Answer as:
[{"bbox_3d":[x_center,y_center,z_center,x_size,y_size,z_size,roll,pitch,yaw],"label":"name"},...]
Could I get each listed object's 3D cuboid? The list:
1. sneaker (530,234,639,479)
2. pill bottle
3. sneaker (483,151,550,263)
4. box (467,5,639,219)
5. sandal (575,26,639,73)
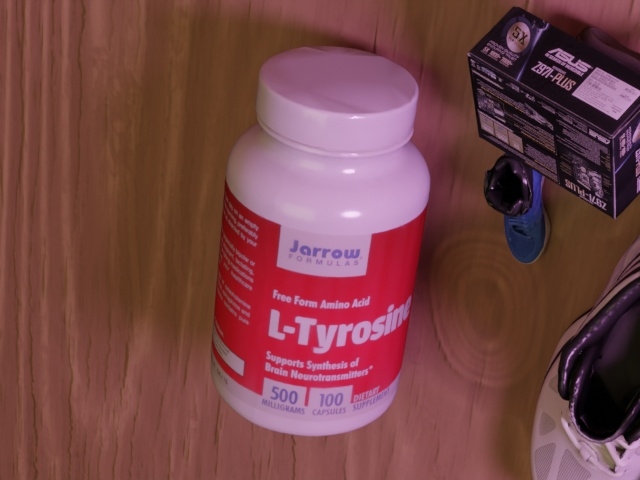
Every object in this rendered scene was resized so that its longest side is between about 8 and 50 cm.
[{"bbox_3d":[0.282,0.163,1.562,0.169,0.257,0.447,34,129,20],"label":"sneaker"},{"bbox_3d":[0.000,0.000,1.714,0.229,0.229,0.407,24,125,26],"label":"pill bottle"},{"bbox_3d":[0.210,-0.033,1.634,0.058,0.084,0.152,19,123,29],"label":"sneaker"},{"bbox_3d":[0.244,-0.127,1.510,0.180,0.077,0.147,35,160,28],"label":"box"},{"bbox_3d":[0.351,-0.165,1.476,0.219,0.090,0.060,35,107,28],"label":"sandal"}]
